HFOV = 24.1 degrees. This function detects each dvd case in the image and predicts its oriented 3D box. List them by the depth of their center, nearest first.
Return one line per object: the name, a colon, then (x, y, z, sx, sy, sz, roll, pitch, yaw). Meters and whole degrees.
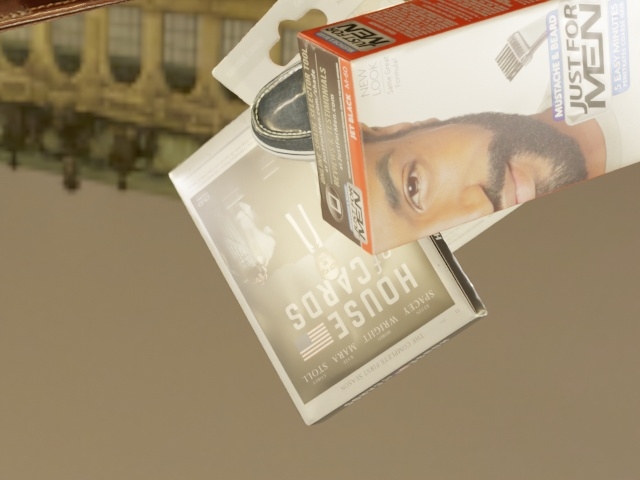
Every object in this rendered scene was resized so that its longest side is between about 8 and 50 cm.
dvd case: (0.000, 0.000, 1.167, 0.179, 0.239, 0.029, -36, 166, 29)

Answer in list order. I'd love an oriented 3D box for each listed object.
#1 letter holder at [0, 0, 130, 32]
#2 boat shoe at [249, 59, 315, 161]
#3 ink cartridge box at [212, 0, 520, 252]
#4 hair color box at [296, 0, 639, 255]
letter holder: (-0.188, -0.297, 0.905, 0.214, 0.152, 0.302, -16, -116, -13)
boat shoe: (0.014, -0.090, 0.835, 0.183, 0.065, 0.083, -12, 167, 37)
ink cartridge box: (0.104, -0.176, 1.771, 0.385, 0.308, 0.091, 37, -128, -12)
hair color box: (0.078, -0.066, 0.673, 0.167, 0.093, 0.053, -19, -151, -21)
